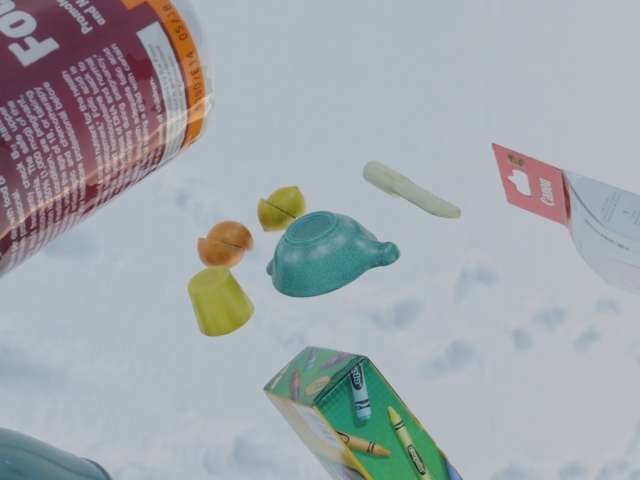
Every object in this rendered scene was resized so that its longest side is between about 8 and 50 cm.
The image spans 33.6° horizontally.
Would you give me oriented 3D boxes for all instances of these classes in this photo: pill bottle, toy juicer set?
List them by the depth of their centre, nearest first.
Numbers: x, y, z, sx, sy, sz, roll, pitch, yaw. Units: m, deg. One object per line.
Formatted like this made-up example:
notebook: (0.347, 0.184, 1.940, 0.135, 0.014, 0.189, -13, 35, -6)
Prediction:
pill bottle: (-0.288, -0.087, 0.870, 0.392, 0.224, 0.224, -42, 119, -41)
toy juicer set: (0.000, 0.000, 1.279, 0.209, 0.329, 0.089, -103, 171, -61)

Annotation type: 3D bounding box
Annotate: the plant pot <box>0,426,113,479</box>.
plant pot: (-0.431, 0.342, 1.288, 0.255, 0.272, 0.271, 43, 44, -38)

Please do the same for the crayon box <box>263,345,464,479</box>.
crayon box: (0.071, 0.247, 1.153, 0.081, 0.165, 0.278, -41, 102, -17)

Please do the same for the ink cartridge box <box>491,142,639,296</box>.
ink cartridge box: (0.294, -0.011, 1.157, 0.066, 0.232, 0.189, -66, 159, -12)
